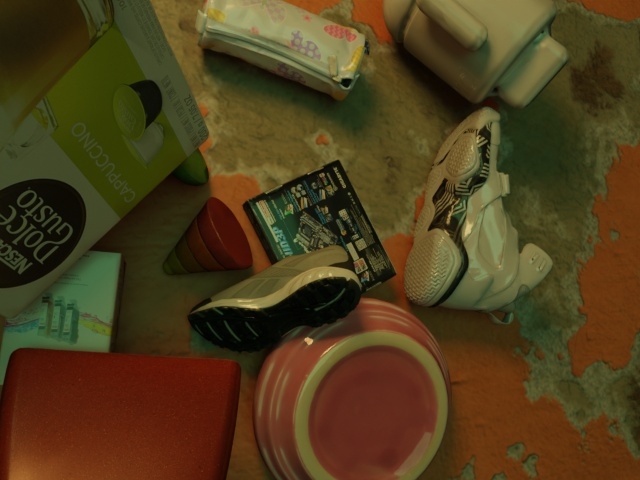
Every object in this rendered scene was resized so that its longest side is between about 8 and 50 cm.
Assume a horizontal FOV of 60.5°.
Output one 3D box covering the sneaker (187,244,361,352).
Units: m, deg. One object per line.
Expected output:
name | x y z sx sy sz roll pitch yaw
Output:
sneaker | -0.069 0.085 0.809 0.272 0.108 0.100 -19 125 15

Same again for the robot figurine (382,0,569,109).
robot figurine | 0.251 -0.379 0.942 0.353 0.199 0.300 43 26 8

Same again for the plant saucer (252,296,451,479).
plant saucer | 0.066 0.255 0.836 0.332 0.084 0.332 0 90 -21

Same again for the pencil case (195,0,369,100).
pencil case | -0.062 -0.324 0.898 0.273 0.113 0.124 18 54 -13

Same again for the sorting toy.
sorting toy | -0.242 -0.092 0.830 0.126 0.127 0.365 -29 88 10

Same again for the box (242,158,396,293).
box | 0.000 0.000 0.899 0.175 0.051 0.220 -27 90 -19

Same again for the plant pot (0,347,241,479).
plant pot | -0.236 0.306 0.618 0.267 0.235 0.267 7 117 -16

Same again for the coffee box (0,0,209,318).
coffee box | -0.391 -0.182 0.591 0.338 0.337 0.334 34 71 24

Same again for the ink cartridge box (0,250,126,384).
ink cartridge box | -0.339 0.104 0.735 0.127 0.128 0.176 7 80 -16

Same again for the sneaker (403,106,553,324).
sneaker | 0.290 -0.036 0.956 0.210 0.137 0.365 21 80 -15
